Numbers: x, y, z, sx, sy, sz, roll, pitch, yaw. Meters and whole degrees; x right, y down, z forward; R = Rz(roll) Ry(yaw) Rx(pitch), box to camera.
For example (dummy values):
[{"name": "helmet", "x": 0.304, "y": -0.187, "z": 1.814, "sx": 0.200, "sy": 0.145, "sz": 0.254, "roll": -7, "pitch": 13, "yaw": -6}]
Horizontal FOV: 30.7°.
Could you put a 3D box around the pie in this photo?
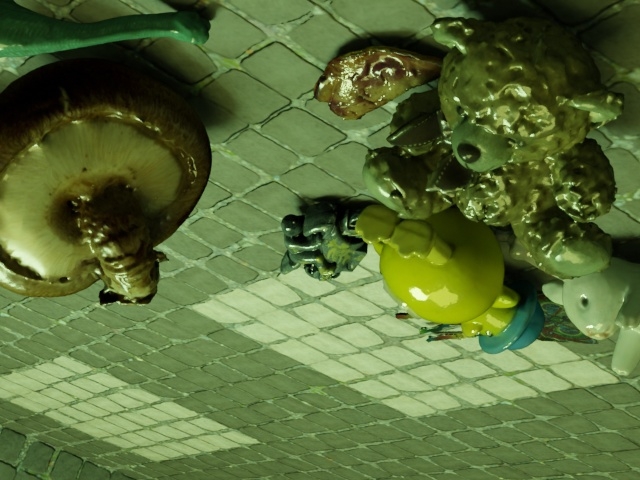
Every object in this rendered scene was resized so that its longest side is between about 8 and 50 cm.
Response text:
[{"name": "pie", "x": 0.050, "y": -0.162, "z": 1.187, "sx": 0.092, "sy": 0.034, "sz": 0.170, "roll": 23, "pitch": 154, "yaw": -25}]

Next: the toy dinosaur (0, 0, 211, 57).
[{"name": "toy dinosaur", "x": -0.344, "y": -0.252, "z": 1.188, "sx": 0.383, "sy": 0.331, "sz": 0.129, "roll": 40, "pitch": 138, "yaw": 34}]

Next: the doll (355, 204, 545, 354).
[{"name": "doll", "x": 0.165, "y": 0.045, "z": 1.445, "sx": 0.199, "sy": 0.145, "sz": 0.363, "roll": 26, "pitch": 173, "yaw": 36}]

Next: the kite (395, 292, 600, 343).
[{"name": "kite", "x": 0.250, "y": 0.115, "z": 1.665, "sx": 0.285, "sy": 0.015, "sz": 0.152, "roll": -7, "pitch": 144, "yaw": 33}]

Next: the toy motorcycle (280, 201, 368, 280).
[{"name": "toy motorcycle", "x": 0.000, "y": 0.000, "z": 1.508, "sx": 0.124, "sy": 0.061, "sz": 0.193, "roll": 16, "pitch": 149, "yaw": -18}]

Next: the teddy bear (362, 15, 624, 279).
[{"name": "teddy bear", "x": 0.180, "y": -0.102, "z": 1.101, "sx": 0.267, "sy": 0.156, "sz": 0.256, "roll": 24, "pitch": 156, "yaw": 14}]

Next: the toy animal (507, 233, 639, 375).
[{"name": "toy animal", "x": 0.356, "y": 0.079, "z": 1.384, "sx": 0.282, "sy": 0.138, "sz": 0.140, "roll": 7, "pitch": 145, "yaw": 12}]

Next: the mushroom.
[{"name": "mushroom", "x": -0.262, "y": -0.062, "z": 1.297, "sx": 0.278, "sy": 0.297, "sz": 0.163, "roll": 67, "pitch": 168, "yaw": -19}]
